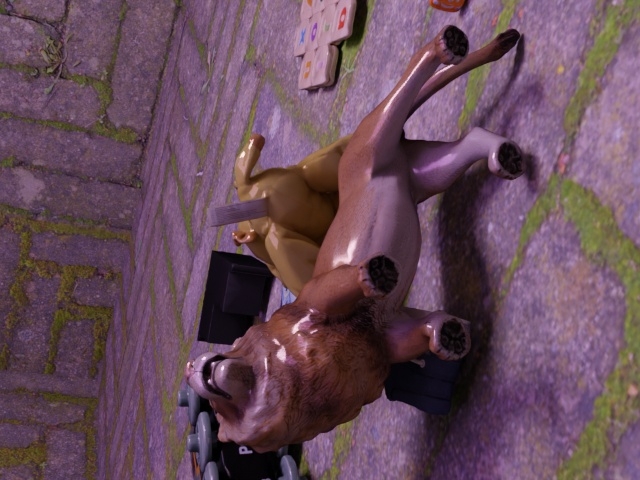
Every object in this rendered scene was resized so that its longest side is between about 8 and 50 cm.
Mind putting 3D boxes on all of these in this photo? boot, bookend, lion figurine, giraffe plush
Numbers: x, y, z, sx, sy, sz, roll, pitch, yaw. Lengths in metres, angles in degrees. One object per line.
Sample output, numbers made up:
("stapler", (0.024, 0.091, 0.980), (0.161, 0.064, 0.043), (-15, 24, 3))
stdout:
("boot", (0.067, 0.104, 0.794), (0.190, 0.069, 0.086), (180, 105, -70))
("bookend", (-0.137, 0.106, 1.371), (0.157, 0.072, 0.156), (-161, 80, -70))
("lion figurine", (0.042, 0.001, 0.739), (0.240, 0.142, 0.392), (-28, 29, 59))
("giraffe plush", (-0.027, -0.017, 0.929), (0.170, 0.210, 0.181), (152, 122, -75))

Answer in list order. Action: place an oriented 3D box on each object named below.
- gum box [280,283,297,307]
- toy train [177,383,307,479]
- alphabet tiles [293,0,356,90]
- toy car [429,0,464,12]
("gum box", (0.000, 0.000, 1.080), (0.184, 0.041, 0.157), (141, 135, -61))
("toy train", (-0.109, 0.303, 1.124), (0.334, 0.142, 0.190), (-115, 27, -55))
("alphabet tiles", (0.016, -0.360, 1.235), (0.278, 0.021, 0.284), (-162, 83, -73))
("toy car", (0.099, -0.273, 0.828), (0.060, 0.122, 0.040), (-62, 16, -1))
